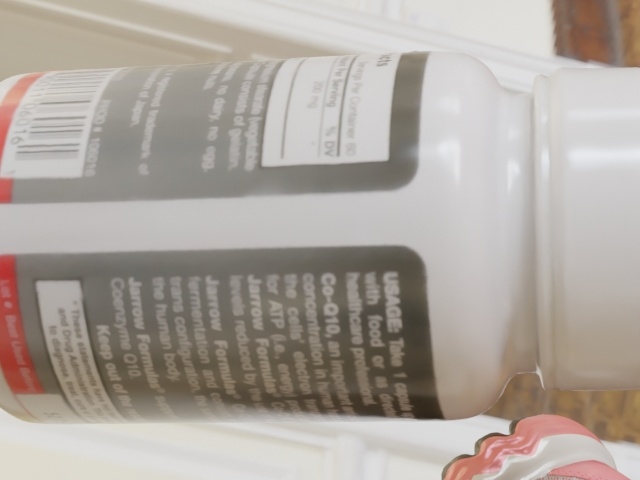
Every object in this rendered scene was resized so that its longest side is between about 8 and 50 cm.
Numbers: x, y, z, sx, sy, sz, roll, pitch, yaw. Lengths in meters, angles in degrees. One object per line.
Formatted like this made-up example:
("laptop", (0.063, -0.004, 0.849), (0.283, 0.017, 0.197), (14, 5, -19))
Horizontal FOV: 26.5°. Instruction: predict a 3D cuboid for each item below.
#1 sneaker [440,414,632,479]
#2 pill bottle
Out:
("sneaker", (0.055, 0.195, 0.641), (0.136, 0.314, 0.115), (36, 144, 43))
("pill bottle", (0.000, 0.000, 0.597), (0.161, 0.283, 0.161), (-1, -90, -80))
